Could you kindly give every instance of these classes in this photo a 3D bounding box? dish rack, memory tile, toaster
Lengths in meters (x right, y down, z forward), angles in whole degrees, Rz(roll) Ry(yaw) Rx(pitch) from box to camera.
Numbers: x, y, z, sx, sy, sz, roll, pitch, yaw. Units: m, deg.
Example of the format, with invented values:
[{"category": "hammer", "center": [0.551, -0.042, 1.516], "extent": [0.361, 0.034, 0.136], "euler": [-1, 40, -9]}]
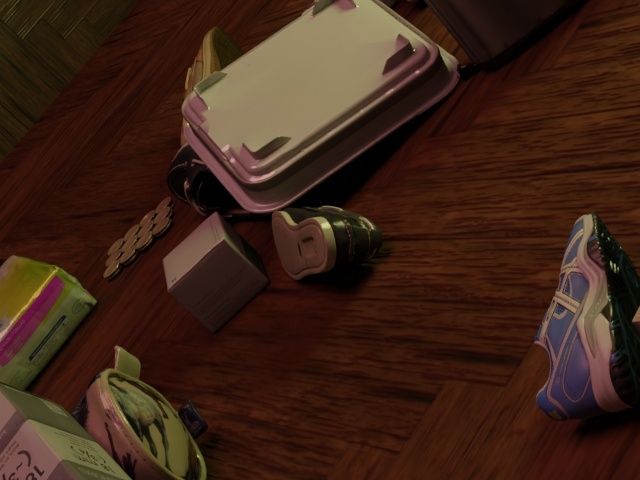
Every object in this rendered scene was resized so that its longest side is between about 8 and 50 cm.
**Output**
[{"category": "dish rack", "center": [-0.016, -0.202, 1.655], "extent": [0.332, 0.072, 0.285], "euler": [-36, 43, -6]}, {"category": "memory tile", "center": [-0.290, -0.004, 2.050], "extent": [0.148, 0.012, 0.113], "euler": [-40, 23, 15]}, {"category": "toaster", "center": [0.212, -0.316, 1.539], "extent": [0.227, 0.146, 0.129], "euler": [-37, 23, 20]}]

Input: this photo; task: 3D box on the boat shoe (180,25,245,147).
[{"category": "boat shoe", "center": [-0.184, -0.249, 2.136], "extent": [0.110, 0.121, 0.341], "euler": [-36, 26, 21]}]

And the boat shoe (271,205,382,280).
[{"category": "boat shoe", "center": [0.000, 0.000, 1.495], "extent": [0.079, 0.084, 0.233], "euler": [-14, 6, -19]}]

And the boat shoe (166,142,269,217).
[{"category": "boat shoe", "center": [-0.143, -0.082, 1.798], "extent": [0.091, 0.114, 0.302], "euler": [-51, 22, -27]}]

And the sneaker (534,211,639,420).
[{"category": "sneaker", "center": [0.207, 0.055, 1.013], "extent": [0.081, 0.080, 0.211], "euler": [-28, 27, 29]}]

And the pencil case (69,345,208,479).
[{"category": "pencil case", "center": [-0.308, 0.305, 1.369], "extent": [0.410, 0.160, 0.184], "euler": [-40, 40, 14]}]

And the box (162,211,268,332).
[{"category": "box", "center": [-0.134, 0.039, 1.614], "extent": [0.102, 0.087, 0.101], "euler": [-43, 23, 8]}]

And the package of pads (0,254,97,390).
[{"category": "package of pads", "center": [-0.498, 0.136, 2.057], "extent": [0.229, 0.101, 0.296], "euler": [-53, 24, -16]}]

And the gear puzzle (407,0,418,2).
[{"category": "gear puzzle", "center": [0.225, -0.495, 1.913], "extent": [0.339, 0.044, 0.175], "euler": [-42, 47, 4]}]

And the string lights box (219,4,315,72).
[{"category": "string lights box", "center": [-0.058, -0.226, 1.877], "extent": [0.259, 0.076, 0.133], "euler": [-28, 56, 35]}]

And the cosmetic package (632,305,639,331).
[{"category": "cosmetic package", "center": [0.283, 0.033, 0.947], "extent": [0.041, 0.060, 0.115], "euler": [-6, 46, 55]}]

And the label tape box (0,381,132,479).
[{"category": "label tape box", "center": [-0.257, 0.310, 1.147], "extent": [0.333, 0.106, 0.241], "euler": [33, 89, 43]}]

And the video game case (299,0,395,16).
[{"category": "video game case", "center": [-0.004, -0.315, 2.039], "extent": [0.210, 0.042, 0.232], "euler": [-52, 24, -12]}]
